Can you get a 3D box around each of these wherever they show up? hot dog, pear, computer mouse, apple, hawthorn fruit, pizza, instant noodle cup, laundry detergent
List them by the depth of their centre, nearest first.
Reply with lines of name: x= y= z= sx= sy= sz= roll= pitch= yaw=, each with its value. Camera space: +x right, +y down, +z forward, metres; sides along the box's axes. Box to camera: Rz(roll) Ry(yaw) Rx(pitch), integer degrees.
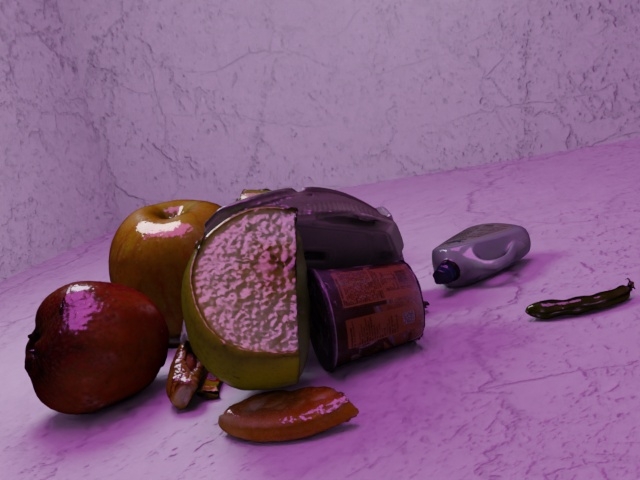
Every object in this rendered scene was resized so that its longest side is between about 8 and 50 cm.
pizza: x=-0.058 y=0.304 z=1.474 sx=0.271 sy=0.056 sz=0.134 roll=-15 pitch=14 yaw=14
pear: x=-0.136 y=0.147 z=1.609 sx=0.238 sy=0.318 sz=0.342 roll=0 pitch=54 yaw=-2
instant noodle cup: x=0.087 y=0.142 z=1.716 sx=0.207 sy=0.217 sz=0.217 roll=-11 pitch=11 yaw=-14
computer mouse: x=-0.036 y=-0.012 z=1.782 sx=0.429 sy=0.228 sz=0.145 roll=1 pitch=45 yaw=-13
hot dog: x=-0.292 y=0.278 z=1.796 sx=0.083 sy=0.068 sz=0.289 roll=-55 pitch=12 yaw=4
hawthorn fruit: x=-0.462 y=0.231 z=1.840 sx=0.369 sy=0.284 sz=0.285 roll=4 pitch=-4 yaw=-45
laundry detergent: x=0.374 y=0.042 z=2.047 sx=0.215 sy=0.105 sz=0.280 roll=-2 pitch=15 yaw=37
apple: x=-0.365 y=0.060 z=2.197 sx=0.400 sy=0.333 sz=0.400 roll=-13 pitch=34 yaw=9

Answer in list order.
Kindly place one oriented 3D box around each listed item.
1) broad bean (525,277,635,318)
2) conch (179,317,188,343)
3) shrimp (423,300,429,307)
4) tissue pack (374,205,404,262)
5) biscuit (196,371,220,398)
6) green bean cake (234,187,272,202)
broad bean: x=0.525 y=0.123 z=1.678 sx=0.227 sy=0.039 sz=0.069 roll=-13 pitch=18 yaw=-1
conch: x=-0.147 y=0.147 z=1.921 sx=0.249 sy=0.197 sz=0.368 roll=-13 pitch=-14 yaw=44
shrimp: x=0.096 y=0.157 z=1.866 sx=0.296 sy=0.169 sz=0.058 roll=13 pitch=-21 yaw=-7
tissue pack: x=0.122 y=0.053 z=1.988 sx=0.145 sy=0.229 sz=0.159 roll=-14 pitch=11 yaw=0
biscuit: x=-0.225 y=0.282 z=1.836 sx=0.048 sy=0.026 sz=0.292 roll=5 pitch=13 yaw=0
green bean cake: x=-0.212 y=0.021 z=2.550 sx=0.202 sy=0.285 sz=0.310 roll=7 pitch=42 yaw=12
